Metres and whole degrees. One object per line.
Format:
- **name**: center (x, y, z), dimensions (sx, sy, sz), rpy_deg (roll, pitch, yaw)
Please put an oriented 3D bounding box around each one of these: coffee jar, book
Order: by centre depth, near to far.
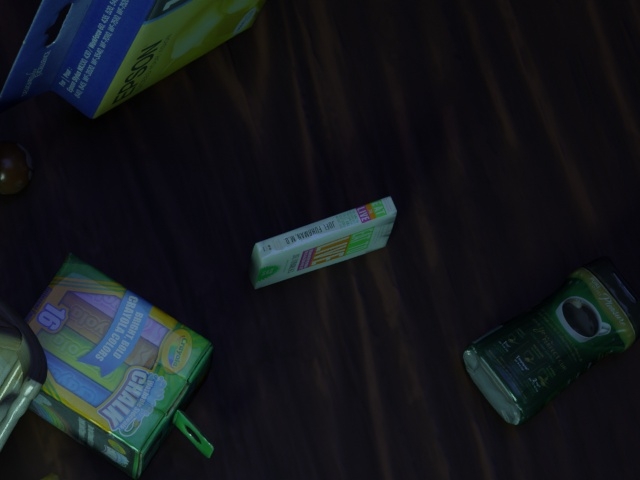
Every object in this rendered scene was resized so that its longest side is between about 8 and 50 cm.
- **book**: center (0.000, 0.000, 1.887), dimensions (0.144, 0.096, 0.035), rpy_deg (-20, 76, -13)
- **coffee jar**: center (0.240, 0.098, 1.895), dimensions (0.184, 0.079, 0.096), rpy_deg (-33, 76, -15)

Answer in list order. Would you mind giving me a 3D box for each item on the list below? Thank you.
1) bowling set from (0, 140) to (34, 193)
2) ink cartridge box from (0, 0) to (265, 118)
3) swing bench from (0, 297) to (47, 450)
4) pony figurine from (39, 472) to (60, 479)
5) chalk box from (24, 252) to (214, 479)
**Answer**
- **bowling set**: center (-0.372, -0.099, 1.827), dimensions (0.199, 0.154, 0.287), rpy_deg (-22, 60, -33)
- **ink cartridge box**: center (-0.145, -0.234, 1.800), dimensions (0.307, 0.303, 0.072), rpy_deg (-38, 84, -31)
- **swing bench**: center (-0.412, 0.144, 1.684), dimensions (0.254, 0.165, 0.253), rpy_deg (26, 108, -23)
- **pony figurine**: center (-0.221, 0.432, 1.652), dimensions (0.363, 0.303, 0.351), rpy_deg (39, 62, 22)
- **chalk box**: center (-0.185, 0.133, 1.802), dimensions (0.213, 0.132, 0.132), rpy_deg (32, 71, 3)
